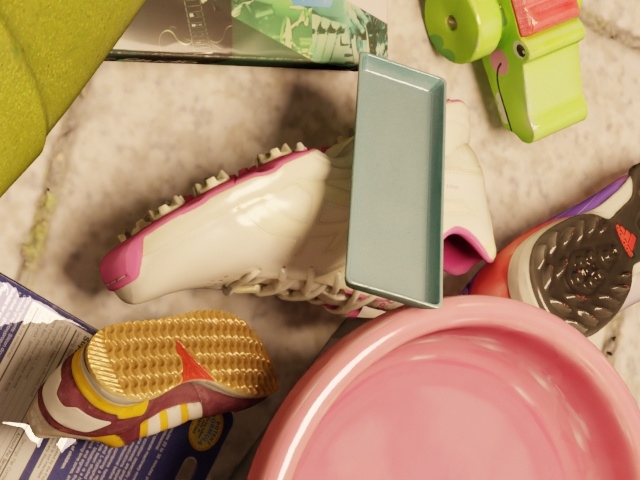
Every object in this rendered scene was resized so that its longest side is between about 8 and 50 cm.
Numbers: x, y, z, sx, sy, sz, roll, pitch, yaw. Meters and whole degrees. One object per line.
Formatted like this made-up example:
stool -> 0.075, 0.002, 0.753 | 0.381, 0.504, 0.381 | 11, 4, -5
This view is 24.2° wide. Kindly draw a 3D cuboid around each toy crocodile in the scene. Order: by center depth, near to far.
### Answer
toy crocodile -> 0.137, -0.243, 1.130 | 0.115, 0.105, 0.340 | -19, 99, -30

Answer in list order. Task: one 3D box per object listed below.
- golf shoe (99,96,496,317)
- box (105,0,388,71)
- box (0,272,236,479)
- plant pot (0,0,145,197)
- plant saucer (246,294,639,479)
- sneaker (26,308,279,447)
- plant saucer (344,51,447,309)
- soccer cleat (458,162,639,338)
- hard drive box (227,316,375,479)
golf shoe -> 0.000, 0.000, 1.028 | 0.306, 0.115, 0.140 | -22, 88, -28
box -> -0.102, -0.236, 1.015 | 0.322, 0.058, 0.232 | -2, 90, -29
box -> -0.175, 0.120, 0.976 | 0.225, 0.036, 0.136 | 34, 73, -25
plant pot -> -0.192, -0.238, 0.767 | 0.353, 0.366, 0.366 | -47, 111, -19
plant saucer -> 0.082, 0.201, 0.997 | 0.332, 0.084, 0.332 | 0, 90, -31
sneaker -> -0.107, 0.092, 0.965 | 0.185, 0.084, 0.069 | 7, 53, -53
plant saucer -> 0.049, -0.040, 0.981 | 0.067, 0.018, 0.192 | 17, 54, -17
soccer cleat -> 0.217, 0.014, 1.184 | 0.318, 0.116, 0.108 | -23, 89, -48
hard drive box -> 0.066, 0.197, 1.087 | 0.232, 0.089, 0.181 | 47, 67, -22
